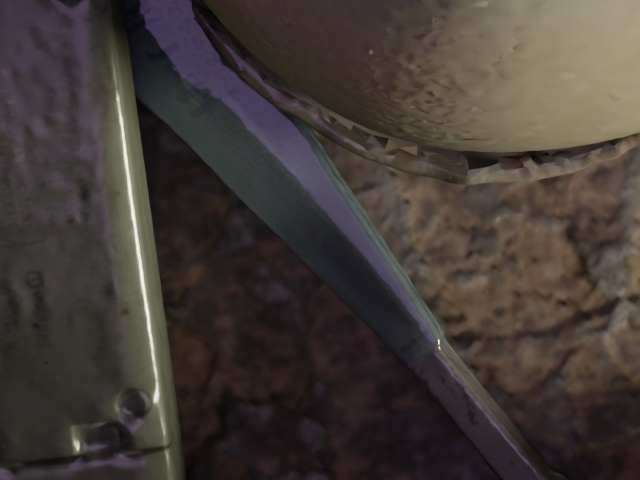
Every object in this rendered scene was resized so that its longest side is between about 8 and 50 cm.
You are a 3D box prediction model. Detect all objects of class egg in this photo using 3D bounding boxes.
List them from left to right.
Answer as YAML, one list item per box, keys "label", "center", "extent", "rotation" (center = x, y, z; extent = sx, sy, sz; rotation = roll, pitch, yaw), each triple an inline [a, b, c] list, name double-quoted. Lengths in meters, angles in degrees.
- label: "egg"
  center: [0.081, -0.152, 0.500]
  extent: [0.286, 0.174, 0.264]
  rotation: [-40, 102, -2]

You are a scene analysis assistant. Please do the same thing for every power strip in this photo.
- label: "power strip"
  center: [-0.098, 0.041, 0.584]
  extent: [0.093, 0.053, 0.288]
  rotation: [-6, 105, -1]

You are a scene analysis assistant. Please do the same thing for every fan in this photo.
- label: "fan"
  center: [0.000, 0.000, 0.603]
  extent: [0.057, 0.023, 0.282]
  rotation: [-37, 97, 3]
